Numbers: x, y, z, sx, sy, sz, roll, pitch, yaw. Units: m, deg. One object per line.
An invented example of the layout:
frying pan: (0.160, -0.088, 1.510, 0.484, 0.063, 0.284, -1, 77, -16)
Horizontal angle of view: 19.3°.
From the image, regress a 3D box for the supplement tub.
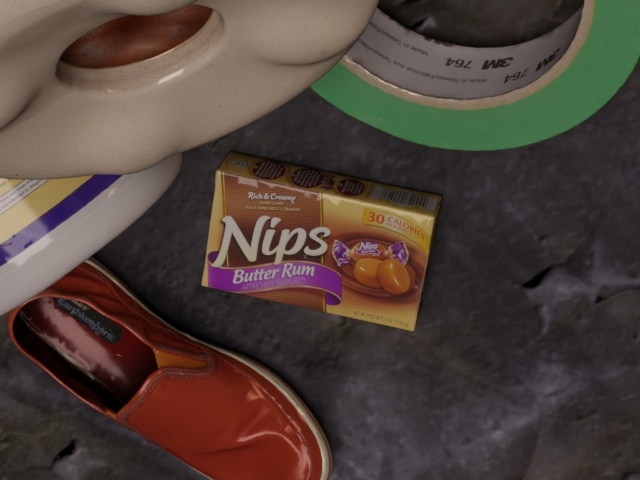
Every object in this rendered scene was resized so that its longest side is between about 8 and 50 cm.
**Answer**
supplement tub: (-0.292, -0.125, 1.484, 0.241, 0.241, 0.331, -31, 103, 21)

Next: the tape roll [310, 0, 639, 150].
tape roll: (0.095, -0.215, 1.398, 0.321, 0.077, 0.321, 12, 133, 13)

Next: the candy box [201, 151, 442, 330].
candy box: (0.000, 0.000, 1.577, 0.186, 0.053, 0.109, 12, 114, 6)

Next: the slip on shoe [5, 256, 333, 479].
slip on shoe: (-0.137, 0.131, 1.634, 0.331, 0.101, 0.123, 37, 113, -6)

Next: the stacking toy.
stacking toy: (-0.183, -0.311, 1.311, 0.350, 0.350, 0.480, -27, 70, 21)
